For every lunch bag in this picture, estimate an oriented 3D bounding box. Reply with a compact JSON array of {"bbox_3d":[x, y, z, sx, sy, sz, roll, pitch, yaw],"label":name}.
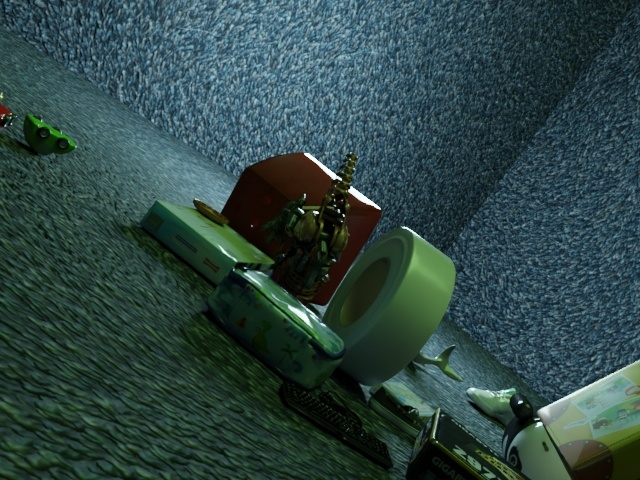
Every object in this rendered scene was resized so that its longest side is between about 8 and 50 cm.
[{"bbox_3d":[-0.065,0.133,1.423,0.219,0.090,0.176,39,3,12],"label":"lunch bag"}]

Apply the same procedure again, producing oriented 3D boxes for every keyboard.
[{"bbox_3d":[0.026,0.246,1.289,0.192,0.038,0.100,36,5,-17],"label":"keyboard"}]

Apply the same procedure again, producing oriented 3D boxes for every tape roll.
[{"bbox_3d":[0.116,0.117,1.656,0.100,0.286,0.286,35,5,-15],"label":"tape roll"}]

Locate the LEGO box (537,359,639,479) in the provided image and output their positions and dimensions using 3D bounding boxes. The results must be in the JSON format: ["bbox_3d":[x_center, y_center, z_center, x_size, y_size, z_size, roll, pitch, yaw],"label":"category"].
[{"bbox_3d":[0.651,0.337,1.401,0.372,0.500,0.193,61,5,-15],"label":"LEGO box"}]

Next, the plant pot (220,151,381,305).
[{"bbox_3d":[-0.077,-0.032,2.014,0.267,0.267,0.235,39,18,27],"label":"plant pot"}]

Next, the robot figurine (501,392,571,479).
[{"bbox_3d":[0.439,0.419,1.777,0.209,0.174,0.278,25,4,7],"label":"robot figurine"}]

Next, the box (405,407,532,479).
[{"bbox_3d":[0.282,0.402,1.389,0.322,0.079,0.257,38,7,8],"label":"box"}]

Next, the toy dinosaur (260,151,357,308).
[{"bbox_3d":[0.000,0.000,1.715,0.164,0.322,0.218,44,-1,-13],"label":"toy dinosaur"}]

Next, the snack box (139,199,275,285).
[{"bbox_3d":[-0.203,0.010,1.744,0.187,0.060,0.322,37,5,11],"label":"snack box"}]

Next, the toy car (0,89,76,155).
[{"bbox_3d":[-0.519,-0.199,1.551,0.225,0.053,0.239,33,7,-42],"label":"toy car"}]

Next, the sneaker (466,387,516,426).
[{"bbox_3d":[0.471,0.420,2.393,0.212,0.094,0.080,33,7,-30],"label":"sneaker"}]

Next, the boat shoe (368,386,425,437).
[{"bbox_3d":[0.146,0.301,1.570,0.142,0.040,0.049,35,5,-17],"label":"boat shoe"}]

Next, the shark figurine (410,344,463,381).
[{"bbox_3d":[0.245,0.284,2.272,0.278,0.166,0.116,56,16,-44],"label":"shark figurine"}]

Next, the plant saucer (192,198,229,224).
[{"bbox_3d":[-0.220,-0.056,1.819,0.083,0.013,0.083,35,3,-2],"label":"plant saucer"}]

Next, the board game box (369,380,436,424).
[{"bbox_3d":[0.159,0.305,1.707,0.103,0.026,0.154,39,5,23],"label":"board game box"}]
